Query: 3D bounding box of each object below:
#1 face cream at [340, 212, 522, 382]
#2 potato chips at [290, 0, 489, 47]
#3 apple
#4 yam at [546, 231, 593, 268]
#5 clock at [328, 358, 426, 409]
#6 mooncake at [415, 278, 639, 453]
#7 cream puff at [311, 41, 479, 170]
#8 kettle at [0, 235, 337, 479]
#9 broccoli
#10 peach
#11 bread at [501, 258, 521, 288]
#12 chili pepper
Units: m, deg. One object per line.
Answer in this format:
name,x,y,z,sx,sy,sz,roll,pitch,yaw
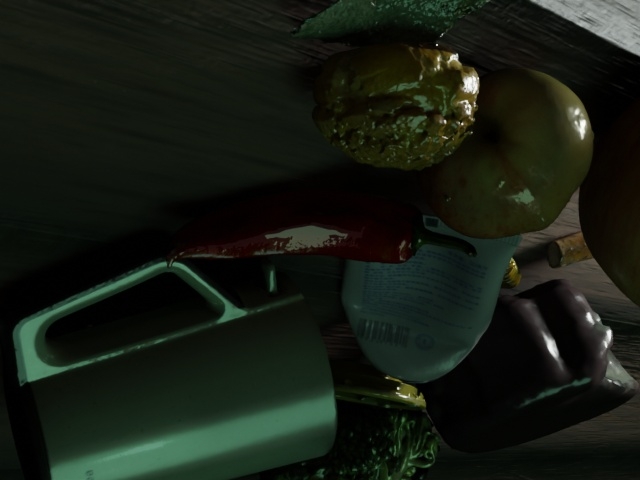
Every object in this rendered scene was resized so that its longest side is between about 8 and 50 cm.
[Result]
face cream,0.135,0.076,1.753,0.234,0.137,0.420,12,152,6
potato chips,0.084,-0.255,1.279,0.228,0.059,0.167,-36,146,13
apple,0.548,-0.052,1.698,0.391,0.391,0.347,4,120,-44
yam,0.473,-0.002,2.034,0.241,0.057,0.057,-14,149,-24
clock,0.052,0.219,1.940,0.237,0.057,0.237,9,169,2
mooncake,0.340,0.219,2.109,0.350,0.212,0.381,-26,157,0
cream puff,0.082,-0.140,1.351,0.189,0.130,0.189,-1,177,0
kettle,-0.197,0.159,1.560,0.376,0.250,0.361,-14,128,-19
broccoli,0.042,0.413,2.175,0.334,0.272,0.324,-8,-174,-44
peach,0.230,-0.096,1.516,0.232,0.232,0.232,-21,151,-13
bread,0.292,0.054,1.989,0.049,0.034,0.088,-25,152,7
chili pepper,-0.006,-0.003,1.514,0.368,0.137,0.092,-3,124,-10
